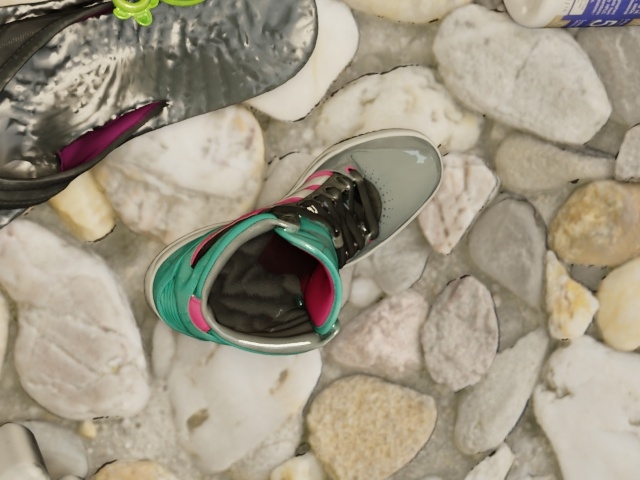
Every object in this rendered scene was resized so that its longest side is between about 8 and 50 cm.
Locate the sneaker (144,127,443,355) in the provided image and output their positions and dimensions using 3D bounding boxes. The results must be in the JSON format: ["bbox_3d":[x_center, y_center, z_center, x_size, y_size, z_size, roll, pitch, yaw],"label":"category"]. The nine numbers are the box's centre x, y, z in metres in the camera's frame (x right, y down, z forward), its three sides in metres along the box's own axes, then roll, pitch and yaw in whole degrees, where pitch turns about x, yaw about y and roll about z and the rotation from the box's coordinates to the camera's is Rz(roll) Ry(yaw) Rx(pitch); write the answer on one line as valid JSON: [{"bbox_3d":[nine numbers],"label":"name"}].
[{"bbox_3d":[0.000,0.000,1.029,0.295,0.178,0.124,-31,109,-11],"label":"sneaker"}]

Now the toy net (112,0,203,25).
[{"bbox_3d":[-0.183,-0.266,0.950,0.232,0.045,0.122,47,65,3],"label":"toy net"}]

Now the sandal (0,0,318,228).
[{"bbox_3d":[-0.201,-0.122,0.972,0.445,0.107,0.168,-29,109,-12],"label":"sandal"}]

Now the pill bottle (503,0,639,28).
[{"bbox_3d":[0.267,-0.249,1.104,0.186,0.112,0.112,-4,103,-17],"label":"pill bottle"}]

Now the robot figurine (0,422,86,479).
[{"bbox_3d":[-0.332,0.311,0.970,0.353,0.200,0.300,-45,111,-5],"label":"robot figurine"}]
